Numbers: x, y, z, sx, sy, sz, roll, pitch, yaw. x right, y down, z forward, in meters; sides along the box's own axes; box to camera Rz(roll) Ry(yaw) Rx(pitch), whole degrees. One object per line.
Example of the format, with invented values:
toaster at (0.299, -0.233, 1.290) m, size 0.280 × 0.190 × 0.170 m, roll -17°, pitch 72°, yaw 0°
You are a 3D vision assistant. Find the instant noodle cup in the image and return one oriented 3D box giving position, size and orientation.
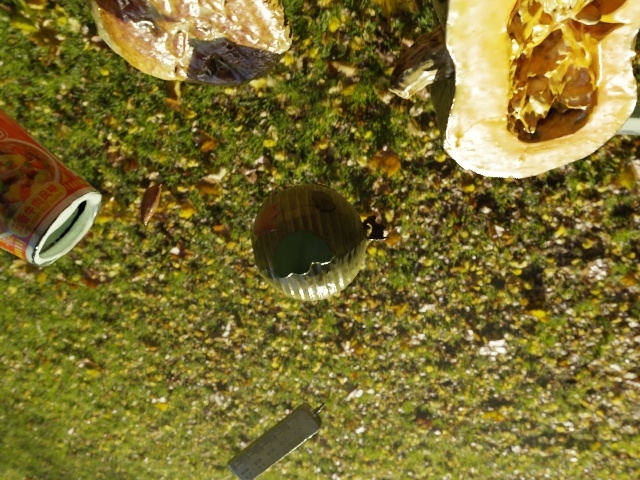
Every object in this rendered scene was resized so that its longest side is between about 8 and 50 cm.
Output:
instant noodle cup at (-0.429, -0.073, 0.606) m, size 0.212 × 0.193 × 0.193 m, roll 36°, pitch 127°, yaw -7°

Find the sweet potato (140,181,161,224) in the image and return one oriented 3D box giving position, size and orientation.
sweet potato at (-0.355, -0.078, 0.930) m, size 0.034 × 0.034 × 0.094 m, roll 19°, pitch 91°, yaw -9°

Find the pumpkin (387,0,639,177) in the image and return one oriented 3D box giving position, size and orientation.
pumpkin at (0.168, -0.188, 0.406) m, size 0.222 × 0.139 × 0.317 m, roll -5°, pitch 156°, yaw 17°

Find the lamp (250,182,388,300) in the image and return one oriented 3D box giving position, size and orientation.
lamp at (0.000, 0.000, 0.928) m, size 0.285 × 0.250 × 0.250 m, roll -11°, pitch 130°, yaw 2°

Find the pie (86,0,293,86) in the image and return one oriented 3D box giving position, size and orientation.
pie at (-0.185, -0.320, 0.638) m, size 0.316 × 0.092 × 0.315 m, roll 3°, pitch 164°, yaw 1°

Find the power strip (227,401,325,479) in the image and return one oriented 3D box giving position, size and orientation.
power strip at (-0.087, 0.412, 0.919) m, size 0.253 × 0.027 × 0.060 m, roll -39°, pitch 96°, yaw 6°

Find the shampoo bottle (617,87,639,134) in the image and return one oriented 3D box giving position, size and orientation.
shampoo bottle at (0.505, -0.194, 0.672) m, size 0.135 × 0.359 × 0.078 m, roll -2°, pitch 106°, yaw -2°
